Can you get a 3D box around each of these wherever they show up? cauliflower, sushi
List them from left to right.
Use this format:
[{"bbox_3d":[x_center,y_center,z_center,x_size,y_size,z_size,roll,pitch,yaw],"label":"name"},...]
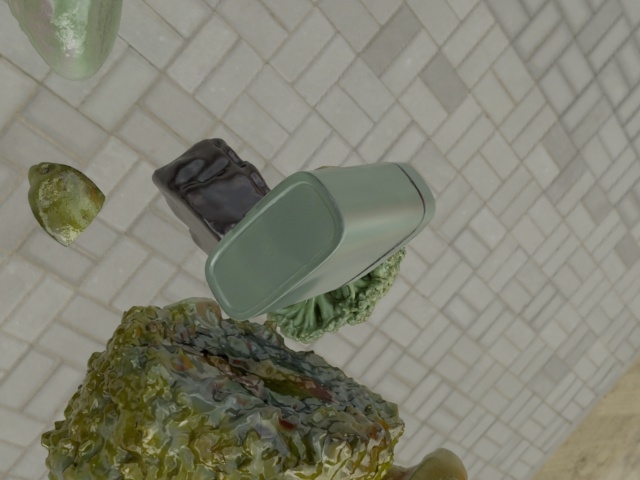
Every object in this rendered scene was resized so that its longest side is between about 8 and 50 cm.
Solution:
[{"bbox_3d":[-0.114,0.240,0.811,0.396,0.351,0.240,18,101,-60],"label":"sushi"},{"bbox_3d":[-0.008,0.013,1.153,0.281,0.260,0.327,50,41,-31],"label":"cauliflower"}]

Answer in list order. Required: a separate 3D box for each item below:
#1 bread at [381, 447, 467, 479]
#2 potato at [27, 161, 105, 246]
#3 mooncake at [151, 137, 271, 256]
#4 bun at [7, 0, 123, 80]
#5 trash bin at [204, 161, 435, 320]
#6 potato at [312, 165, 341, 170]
[{"bbox_3d":[0.168,0.484,0.951,0.300,0.341,0.210,-43,166,-2],"label":"bread"},{"bbox_3d":[-0.515,-0.079,1.281,0.081,0.120,0.149,-29,125,35],"label":"potato"},{"bbox_3d":[-0.208,-0.055,1.572,0.212,0.351,0.381,-39,167,-12],"label":"mooncake"},{"bbox_3d":[-0.493,-0.461,1.238,0.187,0.293,0.293,15,108,-6],"label":"bun"},{"bbox_3d":[0.003,-0.003,0.441,0.116,0.059,0.130,-42,165,31],"label":"trash bin"},{"bbox_3d":[0.054,-0.024,1.597,0.242,0.285,0.242,-42,160,-19],"label":"potato"}]
